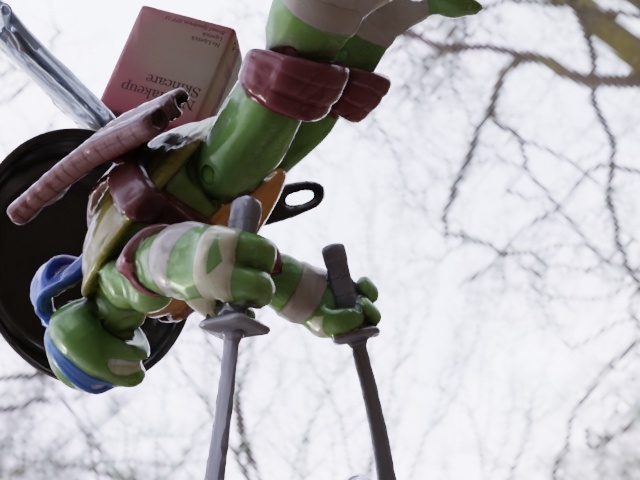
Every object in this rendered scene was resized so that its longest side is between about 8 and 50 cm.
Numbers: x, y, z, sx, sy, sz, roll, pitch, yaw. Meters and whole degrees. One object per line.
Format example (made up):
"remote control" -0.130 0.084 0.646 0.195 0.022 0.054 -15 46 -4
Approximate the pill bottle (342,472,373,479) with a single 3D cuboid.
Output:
"pill bottle" -0.021 0.285 1.068 0.221 0.124 0.124 -36 -31 -15

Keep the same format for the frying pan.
"frying pan" -0.145 -0.023 1.133 0.326 0.053 0.197 -46 -68 -39

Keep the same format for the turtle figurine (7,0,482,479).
"turtle figurine" 0.000 0.000 0.680 0.198 0.274 0.266 20 -74 -43

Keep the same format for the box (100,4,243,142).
"box" -0.218 -0.193 2.042 0.127 0.148 0.232 83 -156 -65

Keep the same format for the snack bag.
"snack bag" -0.258 -0.136 1.513 0.037 0.342 0.323 -42 -30 -6
